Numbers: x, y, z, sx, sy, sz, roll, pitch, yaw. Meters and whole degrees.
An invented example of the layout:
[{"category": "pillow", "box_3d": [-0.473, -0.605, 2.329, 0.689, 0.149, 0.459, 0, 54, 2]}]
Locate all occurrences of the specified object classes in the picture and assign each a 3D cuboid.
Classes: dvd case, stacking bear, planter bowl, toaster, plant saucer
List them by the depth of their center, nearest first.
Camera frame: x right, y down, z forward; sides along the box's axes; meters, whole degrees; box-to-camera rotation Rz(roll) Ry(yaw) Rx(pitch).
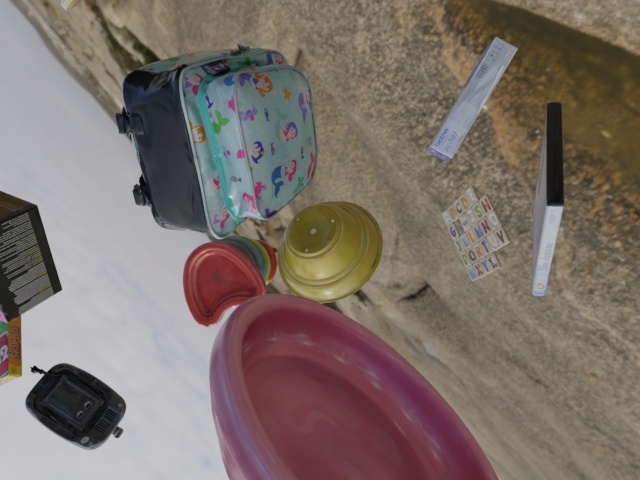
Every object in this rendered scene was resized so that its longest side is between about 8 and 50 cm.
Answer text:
[{"category": "plant saucer", "box_3d": [0.031, 0.191, 0.464, 0.332, 0.084, 0.332, 34, -163, -12]}, {"category": "dvd case", "box_3d": [0.337, -0.050, 0.728, 0.022, 0.180, 0.253, 2, 148, 21]}, {"category": "planter bowl", "box_3d": [0.000, 0.000, 0.910, 0.217, 0.217, 0.090, 43, 177, 34]}, {"category": "toaster", "box_3d": [-0.534, 0.363, 1.064, 0.227, 0.129, 0.146, 32, 149, -1]}, {"category": "stacking bear", "box_3d": [-0.182, 0.065, 1.131, 0.164, 0.175, 0.289, 63, -166, 0]}]

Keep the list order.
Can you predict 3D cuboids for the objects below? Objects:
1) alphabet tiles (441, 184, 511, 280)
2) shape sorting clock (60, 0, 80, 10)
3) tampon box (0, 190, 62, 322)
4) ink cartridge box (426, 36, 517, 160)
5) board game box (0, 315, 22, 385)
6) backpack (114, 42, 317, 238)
[{"category": "alphabet tiles", "box_3d": [0.376, -0.016, 1.176, 0.237, 0.009, 0.198, 111, 140, -72]}, {"category": "shape sorting clock", "box_3d": [-0.197, -0.317, 0.507, 0.040, 0.206, 0.206, 50, 172, -31]}, {"category": "tampon box", "box_3d": [-0.496, 0.021, 0.746, 0.120, 0.101, 0.161, 17, 124, 23]}, {"category": "ink cartridge box", "box_3d": [0.263, -0.244, 0.864, 0.046, 0.207, 0.097, 30, -171, 3]}, {"category": "board game box", "box_3d": [-0.657, 0.166, 0.979, 0.039, 0.124, 0.259, 39, -151, -58]}, {"category": "backpack", "box_3d": [-0.110, -0.144, 0.656, 0.191, 0.253, 0.225, 3, 117, 22]}]
